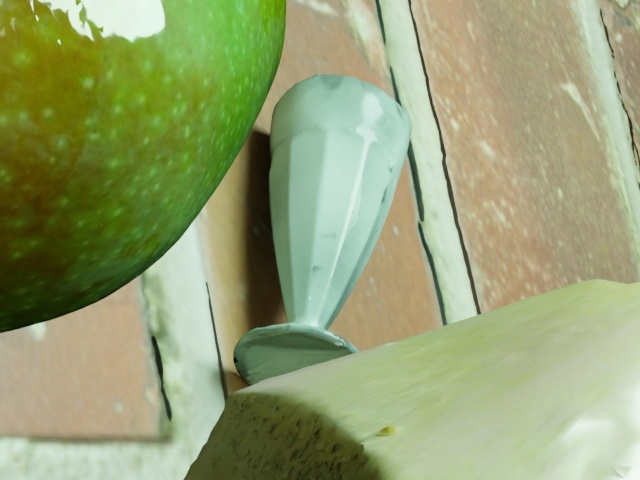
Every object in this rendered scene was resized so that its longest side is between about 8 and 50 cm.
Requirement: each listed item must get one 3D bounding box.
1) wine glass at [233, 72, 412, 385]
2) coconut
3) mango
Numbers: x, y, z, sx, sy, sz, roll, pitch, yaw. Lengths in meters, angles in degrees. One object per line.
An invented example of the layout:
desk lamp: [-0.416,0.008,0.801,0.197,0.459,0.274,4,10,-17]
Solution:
wine glass: [0.000,0.000,0.911,0.073,0.073,0.155,39,46,-36]
coconut: [0.080,0.183,0.651,0.352,0.352,0.353,31,48,-42]
mango: [-0.116,-0.086,0.686,0.225,0.201,0.382,53,22,3]
